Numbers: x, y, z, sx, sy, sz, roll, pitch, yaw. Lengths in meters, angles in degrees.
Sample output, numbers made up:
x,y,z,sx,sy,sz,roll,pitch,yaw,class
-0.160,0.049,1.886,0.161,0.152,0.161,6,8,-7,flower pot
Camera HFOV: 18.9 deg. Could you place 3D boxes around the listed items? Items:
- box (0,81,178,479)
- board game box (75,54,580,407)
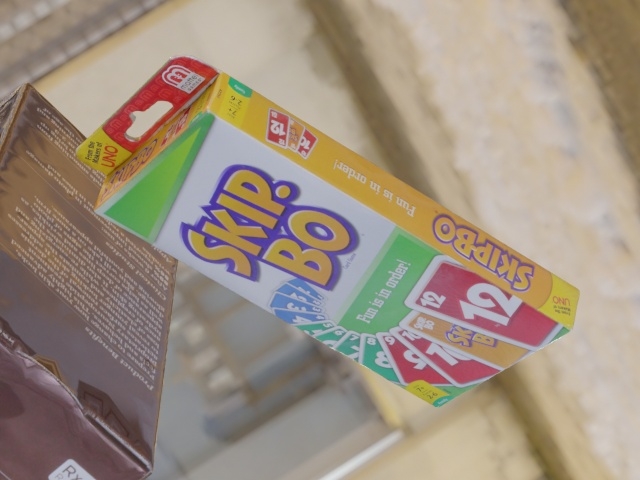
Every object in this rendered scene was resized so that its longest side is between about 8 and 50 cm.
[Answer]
x,y,z,sx,sy,sz,roll,pitch,yaw,class
-0.219,0.051,1.417,0.191,0.143,0.381,45,-165,-18,box
0.000,0.000,1.027,0.259,0.039,0.124,33,141,-18,board game box
